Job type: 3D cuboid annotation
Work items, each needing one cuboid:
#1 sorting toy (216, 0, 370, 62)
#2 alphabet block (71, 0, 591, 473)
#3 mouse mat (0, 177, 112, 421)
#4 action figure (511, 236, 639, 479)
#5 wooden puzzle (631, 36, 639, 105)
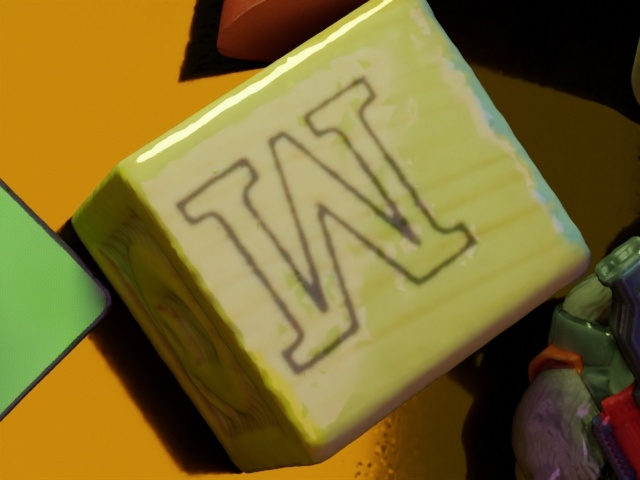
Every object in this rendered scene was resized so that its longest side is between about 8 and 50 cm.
[{"bbox_3d":[0.055,-0.234,1.079,0.127,0.365,0.126,-2,67,-42],"label":"sorting toy"},{"bbox_3d":[0.000,0.000,1.094,0.197,0.192,0.193,-34,90,-18],"label":"alphabet block"},{"bbox_3d":[-0.234,0.047,1.117,0.152,0.007,0.190,46,73,-5],"label":"mouse mat"},{"bbox_3d":[0.267,0.084,1.203,0.330,0.178,0.341,-28,120,-11],"label":"action figure"},{"bbox_3d":[0.310,-0.270,1.173,0.322,0.348,0.080,-37,61,-17],"label":"wooden puzzle"}]
